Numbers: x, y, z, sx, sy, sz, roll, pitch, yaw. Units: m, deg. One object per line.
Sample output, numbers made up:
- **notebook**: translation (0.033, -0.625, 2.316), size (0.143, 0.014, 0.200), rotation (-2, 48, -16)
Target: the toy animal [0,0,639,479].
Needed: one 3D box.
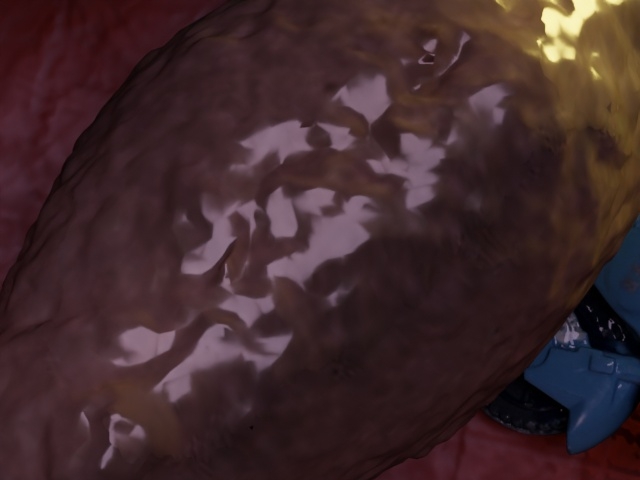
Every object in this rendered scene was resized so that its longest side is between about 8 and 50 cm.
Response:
- **toy animal**: translation (0.006, -0.004, 0.678), size (0.358, 0.226, 0.188), rotation (-36, 78, -13)

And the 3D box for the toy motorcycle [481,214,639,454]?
- **toy motorcycle**: translation (0.196, -0.002, 0.758), size (0.182, 0.123, 0.272), rotation (35, 94, 17)
